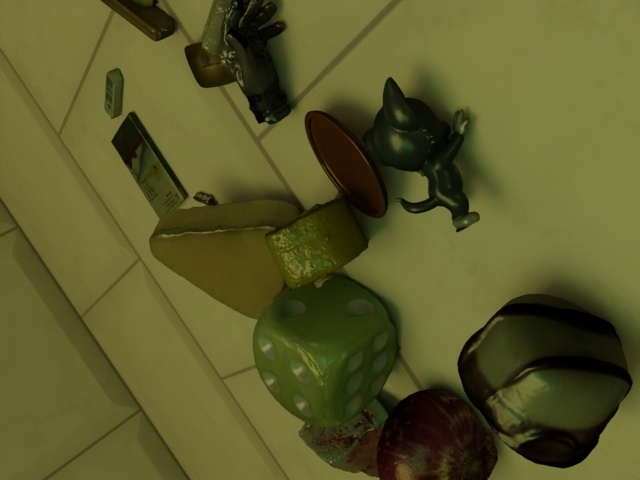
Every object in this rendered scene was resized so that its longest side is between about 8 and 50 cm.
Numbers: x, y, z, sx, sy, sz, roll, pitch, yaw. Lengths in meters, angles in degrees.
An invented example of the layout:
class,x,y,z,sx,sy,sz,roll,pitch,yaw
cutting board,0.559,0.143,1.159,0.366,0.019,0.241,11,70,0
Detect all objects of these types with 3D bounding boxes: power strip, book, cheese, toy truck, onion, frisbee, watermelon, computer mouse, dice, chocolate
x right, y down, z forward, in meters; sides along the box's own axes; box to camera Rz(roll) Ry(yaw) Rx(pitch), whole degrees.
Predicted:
class,x,y,z,sx,sy,sz,roll,pitch,yaw
power strip,-0.451,-0.555,1.747,0.305,0.064,0.044,40,148,23
book,-0.498,-0.210,2.134,0.289,0.026,0.201,57,145,-1
cheese,-0.194,0.061,1.824,0.383,0.104,0.384,8,139,7
toy truck,-0.310,-0.109,1.988,0.083,0.024,0.032,17,153,45
onion,0.230,0.461,1.615,0.272,0.256,0.230,-19,119,35
power strip,-0.578,-0.405,2.064,0.047,0.030,0.191,46,145,15
frisbee,0.050,-0.149,1.445,0.251,0.021,0.251,48,166,16
watermelon,0.080,0.514,1.878,0.213,0.201,0.262,30,144,46
computer mouse,-0.241,-0.394,1.643,0.199,0.045,0.102,8,125,48
dice,0.011,0.244,1.683,0.249,0.254,0.252,29,137,34
chocolate,0.385,0.208,1.215,0.283,0.283,0.186,44,126,17

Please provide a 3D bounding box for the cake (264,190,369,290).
class,x,y,z,sx,sy,sz,roll,pitch,yaw
cake,0.000,0.000,1.523,0.260,0.179,0.156,-55,-60,-79

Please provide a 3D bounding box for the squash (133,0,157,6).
class,x,y,z,sx,sy,sz,roll,pitch,yaw
squash,-0.483,-0.654,1.678,0.252,0.093,0.169,41,145,20

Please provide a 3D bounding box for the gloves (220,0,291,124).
class,x,y,z,sx,sy,sz,roll,pitch,yaw
gloves,-0.130,-0.355,1.469,0.119,0.142,0.286,6,127,15

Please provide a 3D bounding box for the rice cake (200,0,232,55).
class,x,y,z,sx,sy,sz,roll,pitch,yaw
rice cake,-0.184,-0.479,1.475,0.057,0.052,0.256,38,137,5

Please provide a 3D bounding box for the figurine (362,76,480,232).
class,x,y,z,sx,sy,sz,roll,pitch,yaw
figurine,0.174,-0.129,1.275,0.193,0.140,0.265,125,131,-73
